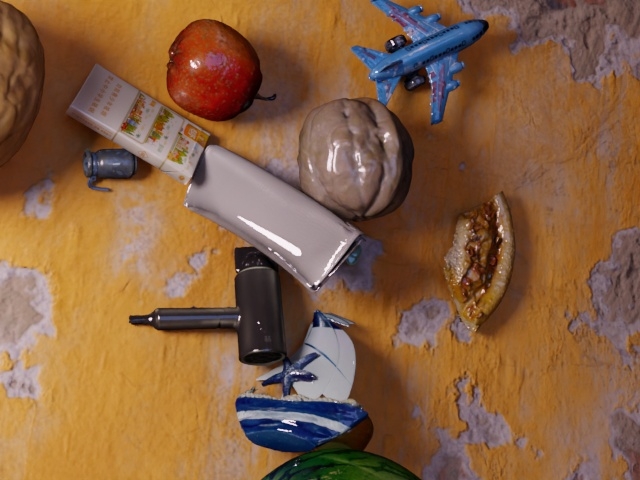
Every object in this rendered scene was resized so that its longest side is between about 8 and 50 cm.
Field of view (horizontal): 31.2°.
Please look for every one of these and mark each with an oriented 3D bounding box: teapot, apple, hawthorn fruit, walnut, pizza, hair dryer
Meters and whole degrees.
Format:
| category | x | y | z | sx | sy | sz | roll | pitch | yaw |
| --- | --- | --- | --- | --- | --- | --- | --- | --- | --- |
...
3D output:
| category | x | y | z | sx | sy | sz | roll | pitch | yaw |
| --- | --- | --- | --- | --- | --- | --- | --- | --- | --- |
| teapot | -0.339 | -0.117 | 1.833 | 0.083 | 0.063 | 0.049 | -3 | 43 | -23 |
| apple | 0.033 | 0.309 | 1.856 | 0.102 | 0.114 | 0.099 | 30 | 35 | -20 |
| hawthorn fruit | -0.159 | -0.270 | 1.883 | 0.194 | 0.157 | 0.157 | 25 | 69 | -21 |
| walnut | -0.547 | -0.222 | 1.644 | 0.252 | 0.277 | 0.313 | 39 | 56 | -46 |
| pizza | 0.291 | 0.031 | 2.065 | 0.134 | 0.056 | 0.271 | 34 | 66 | -22 |
| walnut | 0.060 | -0.139 | 1.926 | 0.224 | 0.224 | 0.224 | 5 | 76 | -23 |
| hair dryer | -0.183 | 0.100 | 1.839 | 0.248 | 0.078 | 0.195 | 0 | 65 | -14 |

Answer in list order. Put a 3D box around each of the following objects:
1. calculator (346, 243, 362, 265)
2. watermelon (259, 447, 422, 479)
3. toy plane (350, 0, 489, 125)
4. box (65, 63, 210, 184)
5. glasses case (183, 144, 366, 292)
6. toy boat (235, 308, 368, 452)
| category | x | y | z | sx | sy | sz | roll | pitch | yaw |
| --- | --- | --- | --- | --- | --- | --- | --- | --- | --- |
| calculator | 0.000 | 0.000 | 1.963 | 0.153 | 0.021 | 0.095 | 24 | 70 | -17 |
| watermelon | 0.039 | 0.476 | 1.695 | 0.363 | 0.363 | 0.363 | 5 | 76 | -23 |
| toy plane | 0.192 | -0.341 | 2.080 | 0.271 | 0.105 | 0.254 | -26 | 90 | -27 |
| box | -0.291 | -0.189 | 1.850 | 0.220 | 0.032 | 0.122 | 31 | 41 | -13 |
| glasses case | -0.079 | -0.034 | 1.869 | 0.308 | 0.083 | 0.128 | 33 | 83 | 18 |
| toy boat | -0.036 | 0.225 | 1.840 | 0.210 | 0.070 | 0.291 | -12 | 39 | 4 |
